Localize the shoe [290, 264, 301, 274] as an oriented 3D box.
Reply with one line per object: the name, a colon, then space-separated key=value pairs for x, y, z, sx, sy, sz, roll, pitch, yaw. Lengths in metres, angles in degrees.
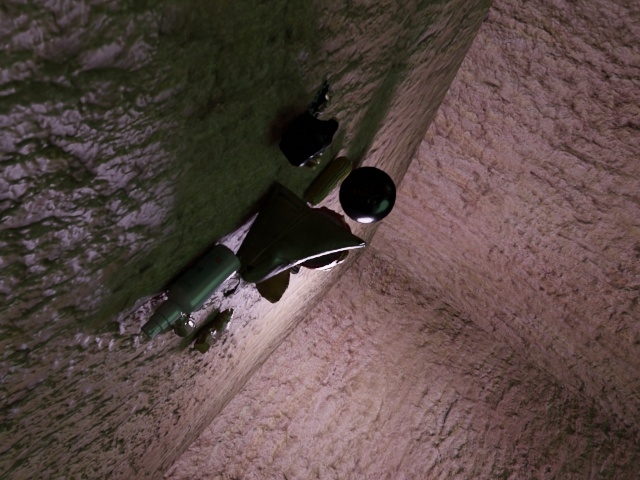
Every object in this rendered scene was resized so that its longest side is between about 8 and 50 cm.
shoe: x=-0.118 y=0.123 z=2.422 sx=0.143 sy=0.064 sz=0.071 roll=-52 pitch=-174 yaw=13

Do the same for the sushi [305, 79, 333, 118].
sushi: x=0.007 y=-0.446 z=1.459 sx=0.126 sy=0.026 sz=0.120 roll=-55 pitch=168 yaw=5

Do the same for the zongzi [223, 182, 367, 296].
zongzi: x=-0.116 y=0.075 z=1.546 sx=0.447 sy=0.418 sz=0.181 roll=-59 pitch=171 yaw=-5

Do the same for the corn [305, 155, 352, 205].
corn: x=0.039 y=-0.258 z=1.916 sx=0.260 sy=0.091 sz=0.091 roll=-51 pitch=131 yaw=-12

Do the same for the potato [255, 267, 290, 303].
potato: x=-0.231 y=0.176 z=2.029 sx=0.202 sy=0.117 sz=0.182 roll=-59 pitch=-152 yaw=13

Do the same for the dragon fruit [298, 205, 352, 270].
dragon fruit: x=0.000 y=0.000 z=2.010 sx=0.305 sy=0.305 sz=0.226 roll=-53 pitch=170 yaw=-3

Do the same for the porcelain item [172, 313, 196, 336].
porcelain item: x=-0.477 y=0.267 z=1.523 sx=0.084 sy=0.054 sz=0.213 roll=-49 pitch=165 yaw=-28

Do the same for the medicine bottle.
medicine bottle: x=-0.403 y=0.159 z=1.375 sx=0.352 sy=0.110 sz=0.110 roll=-46 pitch=165 yaw=-29

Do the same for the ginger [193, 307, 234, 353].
ginger: x=-0.447 y=0.383 z=1.894 sx=0.213 sy=0.074 sz=0.137 roll=-53 pitch=168 yaw=-33

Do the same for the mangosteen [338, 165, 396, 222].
mangosteen: x=0.233 y=-0.222 z=2.272 sx=0.297 sy=0.297 sz=0.313 roll=-49 pitch=177 yaw=-22

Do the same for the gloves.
gloves: x=-0.026 y=-0.321 z=1.394 sx=0.197 sy=0.152 sz=0.301 roll=-35 pitch=177 yaw=11
